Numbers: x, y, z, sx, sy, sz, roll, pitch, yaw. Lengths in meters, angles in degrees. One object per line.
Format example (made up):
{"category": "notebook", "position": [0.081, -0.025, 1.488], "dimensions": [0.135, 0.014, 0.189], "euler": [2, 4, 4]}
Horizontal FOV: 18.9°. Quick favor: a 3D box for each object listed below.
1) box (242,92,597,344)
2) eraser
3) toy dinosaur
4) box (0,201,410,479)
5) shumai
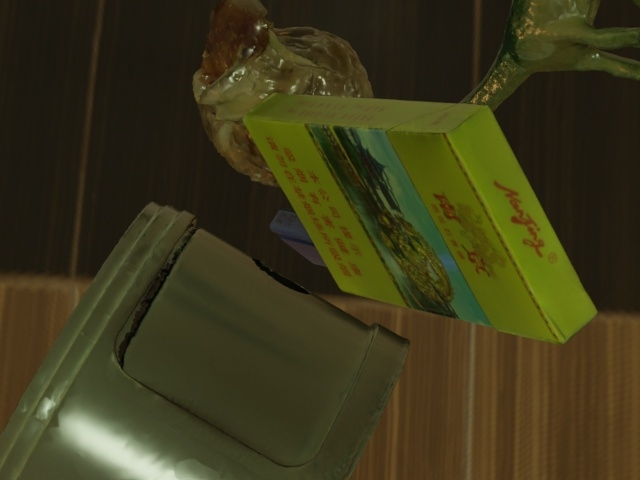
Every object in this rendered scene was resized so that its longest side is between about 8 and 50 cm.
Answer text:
{"category": "box", "position": [0.068, -0.025, 1.495], "dimensions": [0.047, 0.335, 0.187], "euler": [-37, 111, -20]}
{"category": "eraser", "position": [0.000, 0.000, 1.753], "dimensions": [0.063, 0.084, 0.027], "euler": [40, 77, -29]}
{"category": "toy dinosaur", "position": [0.175, -0.222, 1.775], "dimensions": [0.300, 0.087, 0.447], "euler": [8, 105, 33]}
{"category": "box", "position": [-0.074, 0.111, 0.960], "dimensions": [0.149, 0.226, 0.226], "euler": [30, 72, -1]}
{"category": "shumai", "position": [-0.055, -0.142, 1.829], "dimensions": [0.209, 0.153, 0.161], "euler": [28, 91, 32]}
